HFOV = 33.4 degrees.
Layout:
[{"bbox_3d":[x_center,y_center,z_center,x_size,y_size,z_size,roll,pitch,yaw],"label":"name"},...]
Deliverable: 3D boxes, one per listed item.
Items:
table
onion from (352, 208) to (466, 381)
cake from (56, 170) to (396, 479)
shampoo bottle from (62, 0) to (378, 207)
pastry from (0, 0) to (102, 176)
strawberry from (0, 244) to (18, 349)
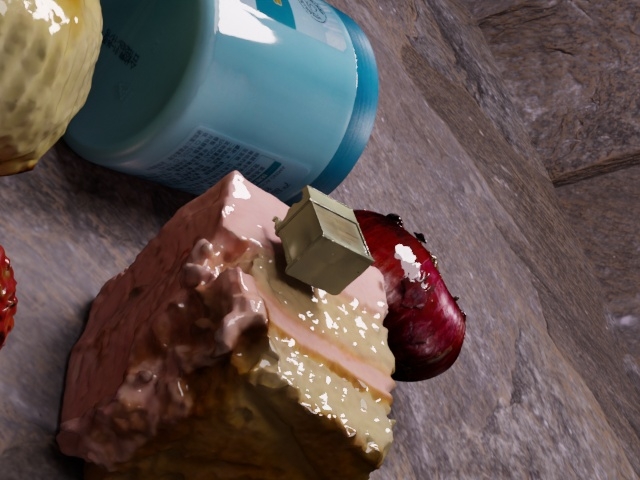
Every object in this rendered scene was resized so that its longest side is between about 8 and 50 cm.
[{"bbox_3d":[0.000,0.000,1.132,0.079,0.062,0.083,27,31,-37],"label":"table"},{"bbox_3d":[0.078,0.089,1.607,0.314,0.232,0.314,47,-14,16],"label":"onion"},{"bbox_3d":[-0.098,0.138,1.197,0.293,0.314,0.306,38,35,-29],"label":"cake"},{"bbox_3d":[-0.150,-0.224,1.472,0.343,0.331,0.331,14,49,-50],"label":"shampoo bottle"},{"bbox_3d":[-0.412,-0.225,1.072,0.388,0.313,0.388,46,18,-19],"label":"pastry"},{"bbox_3d":[-0.368,0.064,0.970,0.234,0.178,0.233,27,49,-37],"label":"strawberry"}]
